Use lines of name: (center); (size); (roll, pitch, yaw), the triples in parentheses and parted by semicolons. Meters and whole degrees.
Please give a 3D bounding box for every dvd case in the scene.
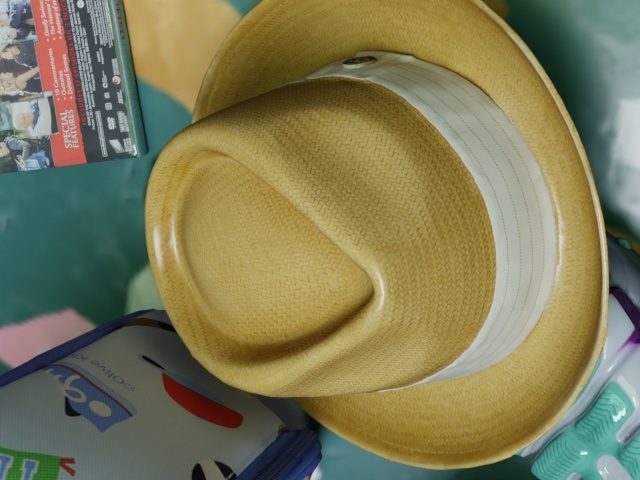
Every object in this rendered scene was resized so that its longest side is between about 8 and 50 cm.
dvd case: (-0.134, -0.070, 0.514); (0.119, 0.013, 0.087); (-7, 100, 15)

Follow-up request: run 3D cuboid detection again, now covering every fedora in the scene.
fedora: (0.000, 0.000, 0.422); (0.194, 0.079, 0.194); (17, 115, 41)

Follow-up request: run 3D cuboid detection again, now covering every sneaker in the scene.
sneaker: (0.120, 0.050, 0.451); (0.224, 0.098, 0.083); (57, 144, 18)

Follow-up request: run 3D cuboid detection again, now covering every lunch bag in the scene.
lunch bag: (-0.139, 0.172, 0.445); (0.115, 0.243, 0.303); (40, 108, 5)
